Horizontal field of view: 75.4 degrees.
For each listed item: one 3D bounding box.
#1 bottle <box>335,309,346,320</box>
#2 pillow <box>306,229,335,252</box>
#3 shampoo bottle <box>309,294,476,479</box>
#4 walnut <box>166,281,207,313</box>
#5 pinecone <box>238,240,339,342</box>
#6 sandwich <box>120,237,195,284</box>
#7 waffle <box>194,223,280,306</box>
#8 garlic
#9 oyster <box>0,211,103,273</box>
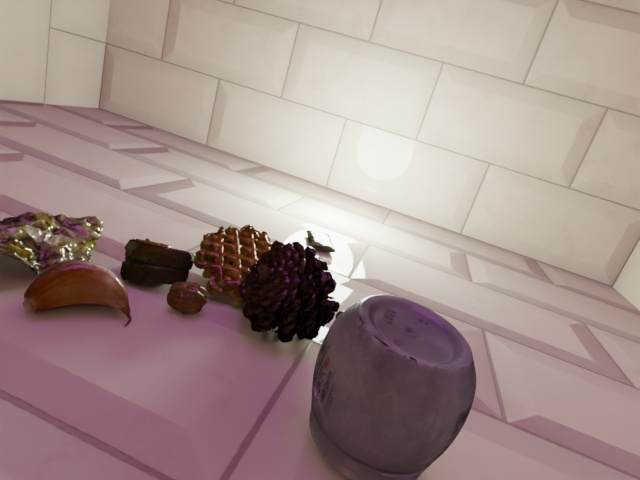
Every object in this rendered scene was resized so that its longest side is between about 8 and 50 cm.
[{"bbox_3d":[0.088,0.221,1.197,0.101,0.047,0.063,-1,53,-54],"label":"bottle"},{"bbox_3d":[0.000,0.000,1.772,0.113,0.038,0.203,13,18,-12],"label":"pillow"},{"bbox_3d":[0.119,0.261,0.740,0.272,0.267,0.273,18,19,-6],"label":"shampoo bottle"},{"bbox_3d":[-0.323,0.139,1.010,0.096,0.083,0.079,12,49,2],"label":"walnut"},{"bbox_3d":[-0.071,0.138,1.018,0.257,0.243,0.243,57,12,-14],"label":"pinecone"},{"bbox_3d":[-0.431,0.061,1.118,0.184,0.109,0.160,13,-2,-7],"label":"sandwich"},{"bbox_3d":[-0.213,0.065,1.206,0.302,0.068,0.325,39,32,13],"label":"waffle"},{"bbox_3d":[-0.510,0.099,0.900,0.206,0.115,0.128,12,12,-24],"label":"garlic"},{"bbox_3d":[-0.692,-0.001,1.020,0.237,0.115,0.351,23,19,17],"label":"oyster"}]
